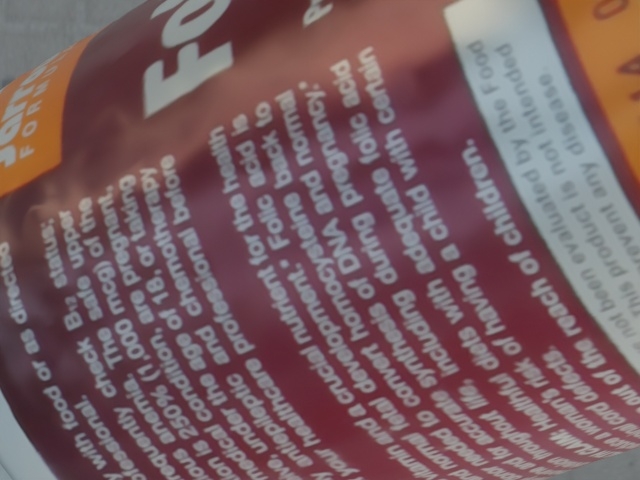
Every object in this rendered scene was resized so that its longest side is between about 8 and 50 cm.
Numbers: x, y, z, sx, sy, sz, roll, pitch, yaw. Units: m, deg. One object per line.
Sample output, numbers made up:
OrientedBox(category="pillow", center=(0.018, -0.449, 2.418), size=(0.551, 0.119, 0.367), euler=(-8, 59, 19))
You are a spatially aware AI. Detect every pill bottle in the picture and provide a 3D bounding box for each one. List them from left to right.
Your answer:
OrientedBox(category="pill bottle", center=(0.000, 0.000, 0.522), size=(0.224, 0.392, 0.224), euler=(41, 35, -39))
